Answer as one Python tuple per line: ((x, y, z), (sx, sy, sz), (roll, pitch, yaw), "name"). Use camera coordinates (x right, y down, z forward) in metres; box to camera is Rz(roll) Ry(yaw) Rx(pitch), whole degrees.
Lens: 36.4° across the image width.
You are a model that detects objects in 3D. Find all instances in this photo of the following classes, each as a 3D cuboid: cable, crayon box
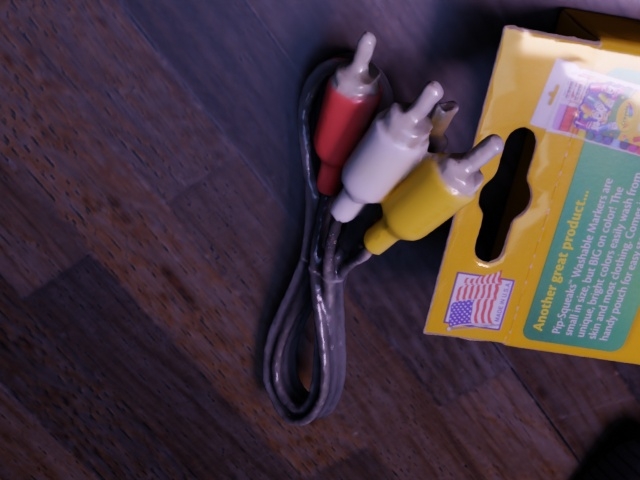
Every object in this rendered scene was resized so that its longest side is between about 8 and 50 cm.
((0.000, 0.000, 0.613), (0.139, 0.072, 0.287), (45, 126, 21), "cable")
((0.237, -0.023, 0.615), (0.323, 0.083, 0.203), (8, 116, -7), "crayon box")

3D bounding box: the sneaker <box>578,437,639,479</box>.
((0.263, 0.291, 0.769), (0.146, 0.122, 0.331), (-2, 117, -21), "sneaker")
